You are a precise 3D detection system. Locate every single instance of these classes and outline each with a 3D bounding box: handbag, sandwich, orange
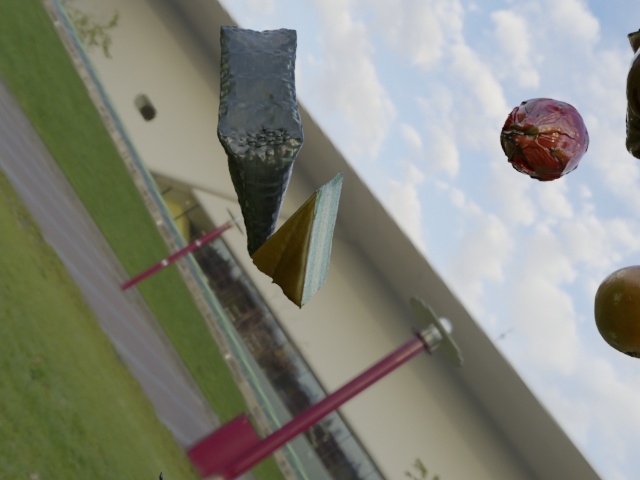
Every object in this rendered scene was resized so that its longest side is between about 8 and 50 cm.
[{"bbox_3d":[-0.072,-0.125,0.931,0.175,0.088,0.270,98,-10,-53],"label":"handbag"},{"bbox_3d":[0.000,0.000,0.821,0.074,0.116,0.074,46,35,0],"label":"sandwich"},{"bbox_3d":[0.456,0.106,1.130,0.156,0.124,0.156,33,-5,3],"label":"orange"}]

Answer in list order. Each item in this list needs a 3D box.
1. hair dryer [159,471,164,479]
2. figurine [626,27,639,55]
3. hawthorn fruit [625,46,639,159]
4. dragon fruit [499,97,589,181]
[{"bbox_3d":[-0.230,0.410,1.218,0.071,0.047,0.150,-132,-140,-62],"label":"hair dryer"},{"bbox_3d":[0.617,-0.209,1.217,0.284,0.206,0.316,-18,-82,58],"label":"figurine"},{"bbox_3d":[0.448,-0.133,0.834,0.258,0.261,0.258,-175,-90,-82],"label":"hawthorn fruit"},{"bbox_3d":[0.452,-0.203,1.642,0.172,0.172,0.209,55,26,15],"label":"dragon fruit"}]
